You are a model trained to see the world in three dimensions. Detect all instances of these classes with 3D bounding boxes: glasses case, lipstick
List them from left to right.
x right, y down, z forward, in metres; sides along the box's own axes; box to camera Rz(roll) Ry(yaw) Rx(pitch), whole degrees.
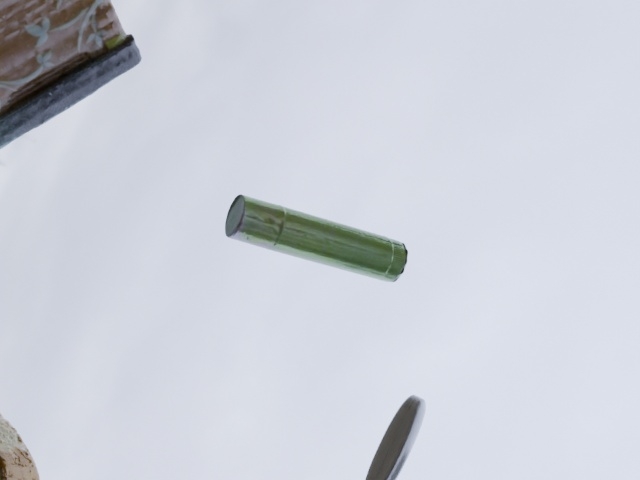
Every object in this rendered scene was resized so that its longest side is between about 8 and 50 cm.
[{"bbox_3d":[0.000,0.000,1.229,0.076,0.304,0.076,-42,-140,48],"label":"lipstick"},{"bbox_3d":[0.126,0.353,1.313,0.049,0.074,0.193,26,-93,24],"label":"glasses case"}]

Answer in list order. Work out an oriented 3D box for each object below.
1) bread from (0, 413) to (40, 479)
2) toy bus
[{"bbox_3d":[-0.360,0.239,0.778,0.149,0.073,0.122,41,-92,25],"label":"bread"},{"bbox_3d":[-0.263,-0.203,0.533,0.138,0.167,0.275,-37,-126,-16],"label":"toy bus"}]
